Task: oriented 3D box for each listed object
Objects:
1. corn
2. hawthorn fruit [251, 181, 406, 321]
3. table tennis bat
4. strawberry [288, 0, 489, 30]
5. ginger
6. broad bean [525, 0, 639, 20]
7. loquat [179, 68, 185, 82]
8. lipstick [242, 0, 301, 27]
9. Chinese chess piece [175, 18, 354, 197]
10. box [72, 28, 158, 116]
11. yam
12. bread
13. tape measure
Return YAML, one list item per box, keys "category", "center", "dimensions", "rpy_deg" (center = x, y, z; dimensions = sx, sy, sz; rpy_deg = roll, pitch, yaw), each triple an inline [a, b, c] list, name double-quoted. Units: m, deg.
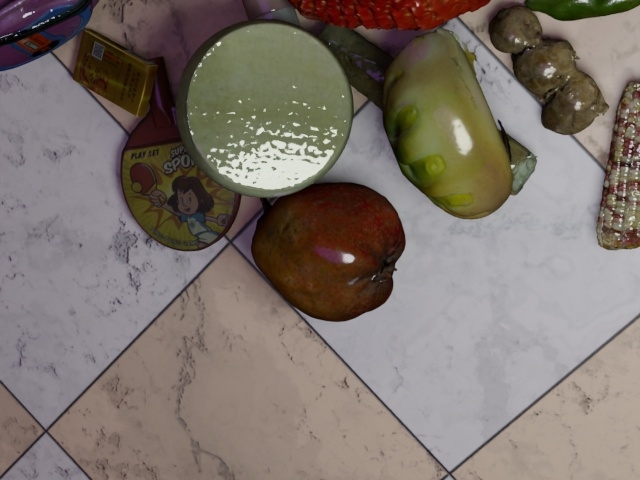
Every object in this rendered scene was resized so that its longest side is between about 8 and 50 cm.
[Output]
- category: "corn"
  center: [0.431, -0.101, 1.644]
  dimensions: [0.080, 0.079, 0.237]
  rpy_deg: [8, 100, 15]
- category: "hawthorn fruit"
  center: [0.000, 0.000, 1.746]
  dimensions: [0.248, 0.208, 0.208]
  rpy_deg: [27, 110, 29]
- category: "table tennis bat"
  center: [-0.229, -0.133, 1.861]
  dimensions: [0.200, 0.038, 0.310]
  rpy_deg: [-9, 103, 18]
- category: "strawberry"
  center: [0.069, -0.427, 1.587]
  dimensions: [0.351, 0.267, 0.312]
  rpy_deg: [-8, 130, 35]
- category: "ginger"
  center: [0.309, -0.238, 1.644]
  dimensions: [0.104, 0.080, 0.204]
  rpy_deg: [-33, 92, 47]
- category: "broad bean"
  center: [0.374, -0.326, 1.614]
  dimensions: [0.195, 0.061, 0.046]
  rpy_deg: [-4, 98, 18]
- category: "loquat"
  center: [-0.147, -0.238, 1.762]
  dimensions: [0.113, 0.137, 0.137]
  rpy_deg: [33, 110, 0]
- category: "lipstick"
  center: [-0.083, -0.364, 1.741]
  dimensions: [0.070, 0.070, 0.254]
  rpy_deg: [-17, 96, 20]
- category: "Chinese chess piece"
  center: [-0.078, -0.185, 1.665]
  dimensions: [0.250, 0.101, 0.250]
  rpy_deg: [-1, 95, -12]
- category: "box"
  center: [-0.319, -0.260, 1.837]
  dimensions: [0.156, 0.022, 0.089]
  rpy_deg: [29, 112, 30]
- category: "yam"
  center: [0.144, -0.192, 1.710]
  dimensions: [0.372, 0.083, 0.083]
  rpy_deg: [35, 110, 8]
- category: "bread"
  center: [0.162, -0.145, 1.591]
  dimensions: [0.158, 0.156, 0.260]
  rpy_deg: [-21, 91, 13]
- category: "tape measure"
  center: [-0.445, -0.364, 1.773]
  dimensions: [0.245, 0.231, 0.149]
  rpy_deg: [-30, 90, 4]
